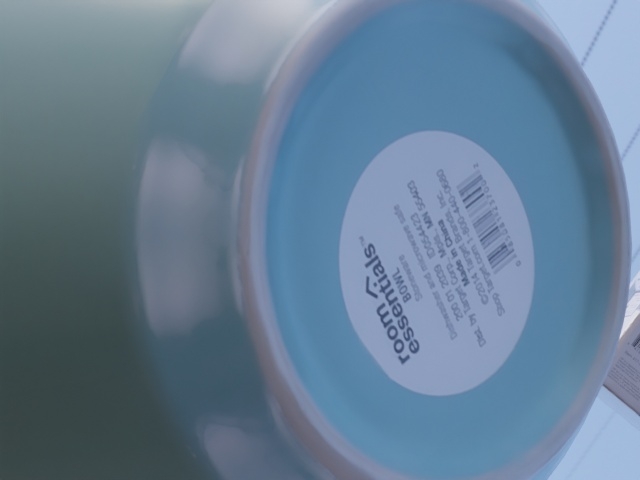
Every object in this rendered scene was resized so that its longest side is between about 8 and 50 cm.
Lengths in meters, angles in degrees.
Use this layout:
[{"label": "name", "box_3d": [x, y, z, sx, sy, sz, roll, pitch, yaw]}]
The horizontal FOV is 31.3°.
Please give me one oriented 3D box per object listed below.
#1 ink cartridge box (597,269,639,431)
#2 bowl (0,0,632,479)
[{"label": "ink cartridge box", "box_3d": [0.379, 0.108, 1.210, 0.140, 0.190, 0.082, 39, -8, -8]}, {"label": "bowl", "box_3d": [0.000, 0.000, 0.438, 0.163, 0.312, 0.311, -4, -77, 53]}]
